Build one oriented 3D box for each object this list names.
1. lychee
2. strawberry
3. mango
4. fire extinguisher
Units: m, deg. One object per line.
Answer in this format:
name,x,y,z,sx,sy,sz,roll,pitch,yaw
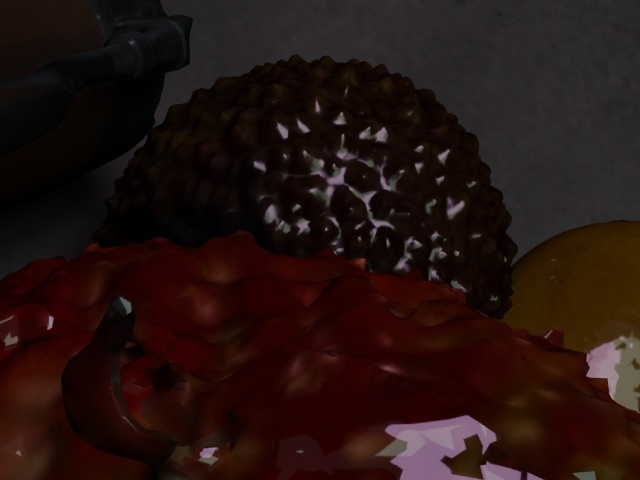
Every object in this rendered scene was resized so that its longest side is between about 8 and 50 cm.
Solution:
lychee,0.000,0.000,0.628,0.188,0.188,0.188,14,58,-24
strawberry,-0.053,0.106,0.434,0.292,0.343,0.292,19,52,-26
mango,0.136,0.095,0.677,0.175,0.139,0.254,43,57,-8
fire extinguisher,-0.159,-0.050,0.471,0.113,0.200,0.376,60,28,-3
